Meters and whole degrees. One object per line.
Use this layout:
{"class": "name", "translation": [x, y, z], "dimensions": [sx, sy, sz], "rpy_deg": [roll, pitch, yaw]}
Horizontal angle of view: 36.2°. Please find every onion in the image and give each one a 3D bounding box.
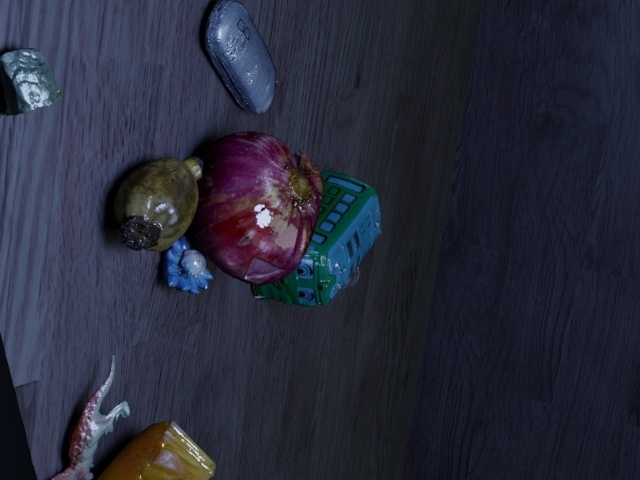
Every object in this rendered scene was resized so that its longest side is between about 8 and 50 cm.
{"class": "onion", "translation": [-0.138, -0.065, 1.792], "dimensions": [0.230, 0.272, 0.256], "rpy_deg": [39, 20, -33]}

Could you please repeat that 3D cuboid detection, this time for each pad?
{"class": "pad", "translation": [-0.429, 0.326, 1.375], "dimensions": [0.248, 0.007, 0.368], "rpy_deg": [-111, -164, -58]}

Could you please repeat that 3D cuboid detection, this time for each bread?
{"class": "bread", "translation": [-0.312, 0.443, 1.681], "dimensions": [0.204, 0.156, 0.288], "rpy_deg": [-50, -178, 38]}

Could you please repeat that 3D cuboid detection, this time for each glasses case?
{"class": "glasses case", "translation": [-0.146, -0.340, 1.837], "dimensions": [0.109, 0.067, 0.282], "rpy_deg": [-68, 155, -18]}

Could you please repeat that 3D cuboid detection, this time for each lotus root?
{"class": "lotus root", "translation": [-0.262, -0.067, 1.621], "dimensions": [0.214, 0.138, 0.138], "rpy_deg": [-54, 148, -48]}

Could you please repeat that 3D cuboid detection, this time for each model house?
{"class": "model house", "translation": [-0.395, -0.217, 1.315], "dimensions": [0.078, 0.066, 0.083], "rpy_deg": [-35, 116, -45]}

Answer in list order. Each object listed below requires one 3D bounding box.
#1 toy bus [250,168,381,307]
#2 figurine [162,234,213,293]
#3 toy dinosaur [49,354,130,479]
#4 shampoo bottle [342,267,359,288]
{"class": "toy bus", "translation": [0.000, 0.000, 2.212], "dimensions": [0.343, 0.199, 0.184], "rpy_deg": [-52, 148, -44]}
{"class": "figurine", "translation": [-0.248, 0.052, 1.778], "dimensions": [0.114, 0.079, 0.114], "rpy_deg": [37, 46, -49]}
{"class": "toy dinosaur", "translation": [-0.384, 0.311, 1.612], "dimensions": [0.167, 0.053, 0.242], "rpy_deg": [-15, 124, -59]}
{"class": "shampoo bottle", "translation": [0.004, 0.087, 2.408], "dimensions": [0.303, 0.092, 0.092], "rpy_deg": [-3, 104, -68]}
